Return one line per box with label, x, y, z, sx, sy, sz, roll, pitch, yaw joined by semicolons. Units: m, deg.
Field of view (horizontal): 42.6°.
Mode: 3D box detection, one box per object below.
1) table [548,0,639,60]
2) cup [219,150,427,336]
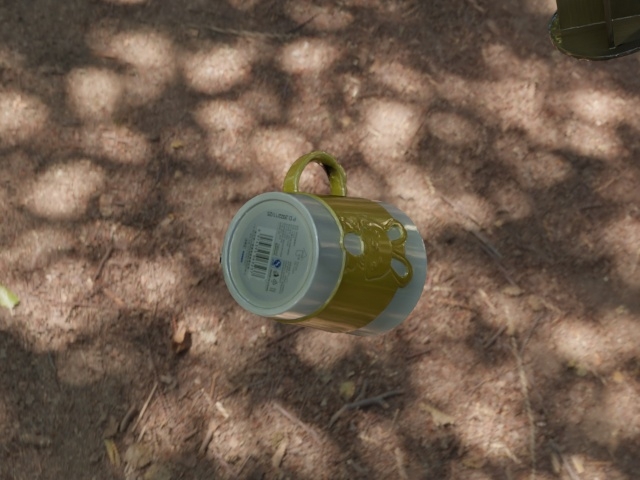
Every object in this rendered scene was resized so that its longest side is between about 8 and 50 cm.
table;0.374;-0.380;1.091;0.167;0.226;0.167;-13;47;14
cup;0.000;0.000;1.026;0.226;0.186;0.241;9;70;-54
